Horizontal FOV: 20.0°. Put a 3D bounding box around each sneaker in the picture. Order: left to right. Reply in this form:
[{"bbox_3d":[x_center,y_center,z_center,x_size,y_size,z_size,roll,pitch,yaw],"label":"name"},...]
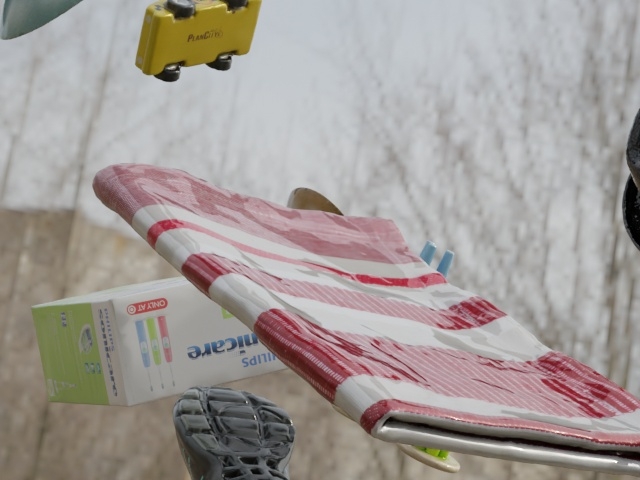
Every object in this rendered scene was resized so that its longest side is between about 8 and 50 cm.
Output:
[{"bbox_3d":[-0.063,0.204,1.382,0.101,0.106,0.267,7,25,-19],"label":"sneaker"}]

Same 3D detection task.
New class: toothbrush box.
[{"bbox_3d":[-0.178,0.107,2.033,0.206,0.122,0.283,-11,3,-25],"label":"toothbrush box"}]

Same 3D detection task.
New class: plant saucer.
[{"bbox_3d":[-0.225,-0.256,1.653,0.195,0.195,0.037,-5,-52,53],"label":"plant saucer"},{"bbox_3d":[0.000,0.000,1.328,0.083,0.015,0.083,38,-30,27],"label":"plant saucer"}]

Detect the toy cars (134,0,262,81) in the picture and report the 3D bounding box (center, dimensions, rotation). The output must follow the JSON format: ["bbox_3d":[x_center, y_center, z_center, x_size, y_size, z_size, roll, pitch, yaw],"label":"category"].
[{"bbox_3d":[-0.097,-0.338,2.226,0.087,0.393,0.176,33,-17,29],"label":"toy cars"}]

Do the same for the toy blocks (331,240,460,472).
[{"bbox_3d":[0.085,0.085,1.381,0.123,0.148,0.054,28,7,36],"label":"toy blocks"}]

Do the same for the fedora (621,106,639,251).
[{"bbox_3d":[0.478,-0.122,2.125,0.334,0.334,0.152,0,-31,42],"label":"fedora"}]

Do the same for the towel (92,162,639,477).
[{"bbox_3d":[0.032,0.041,1.083,0.237,0.037,0.329,12,16,-37],"label":"towel"}]
